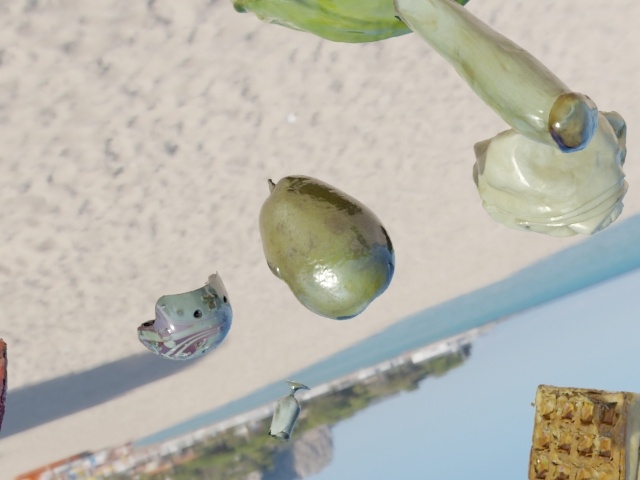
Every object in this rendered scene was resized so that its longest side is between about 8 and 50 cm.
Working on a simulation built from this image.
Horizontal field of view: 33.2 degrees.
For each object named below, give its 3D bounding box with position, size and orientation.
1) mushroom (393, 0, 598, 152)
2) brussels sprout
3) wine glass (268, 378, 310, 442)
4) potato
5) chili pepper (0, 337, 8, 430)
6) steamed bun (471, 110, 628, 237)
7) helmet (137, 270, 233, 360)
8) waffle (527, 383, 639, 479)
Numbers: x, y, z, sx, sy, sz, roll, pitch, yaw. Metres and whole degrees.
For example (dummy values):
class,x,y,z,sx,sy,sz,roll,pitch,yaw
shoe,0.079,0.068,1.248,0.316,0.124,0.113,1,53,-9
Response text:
class,x,y,z,sx,sy,sz,roll,pitch,yaw
mushroom,0.201,-0.204,1.264,0.081,0.312,0.100,-49,147,8
brussels sprout,0.085,-0.476,1.688,0.361,0.342,0.425,25,144,-22
wine glass,-0.043,0.236,1.481,0.039,0.083,0.042,-2,152,40
potato,0.000,0.000,1.608,0.174,0.251,0.159,-44,164,5
chili pepper,-0.279,0.151,0.886,0.027,0.178,0.045,17,145,-38
steamed bun,0.402,-0.102,1.835,0.276,0.203,0.289,-13,179,-6
helmet,-0.212,0.143,1.785,0.153,0.107,0.177,-30,165,-45
waffle,0.390,0.367,1.558,0.091,0.308,0.213,10,171,-25
